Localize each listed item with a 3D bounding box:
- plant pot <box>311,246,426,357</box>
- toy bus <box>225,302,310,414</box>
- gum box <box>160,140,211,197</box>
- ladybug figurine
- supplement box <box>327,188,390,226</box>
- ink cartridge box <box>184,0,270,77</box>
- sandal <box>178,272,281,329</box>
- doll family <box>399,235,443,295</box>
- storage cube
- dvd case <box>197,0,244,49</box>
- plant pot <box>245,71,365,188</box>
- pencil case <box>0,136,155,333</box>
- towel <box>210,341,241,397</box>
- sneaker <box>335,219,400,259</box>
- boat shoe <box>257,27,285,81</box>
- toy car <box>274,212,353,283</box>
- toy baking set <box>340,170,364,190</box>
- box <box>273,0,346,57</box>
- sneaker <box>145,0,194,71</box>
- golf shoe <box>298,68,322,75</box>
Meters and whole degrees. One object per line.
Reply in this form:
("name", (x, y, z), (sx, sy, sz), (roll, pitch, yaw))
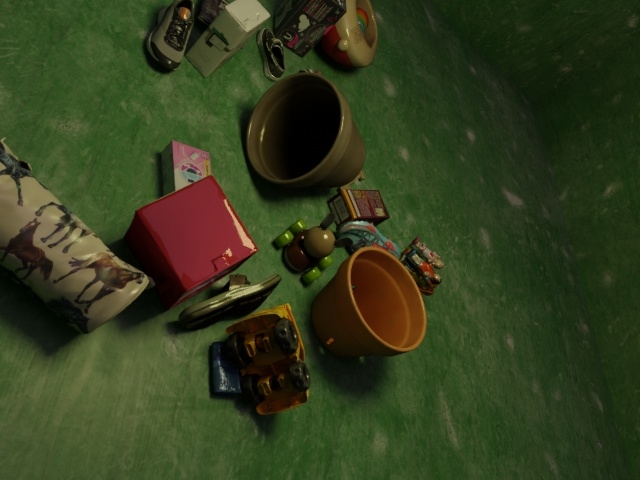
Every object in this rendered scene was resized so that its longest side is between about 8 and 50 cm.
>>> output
("plant pot", (0.112, 0.187, 1.567), (0.290, 0.203, 0.291), (27, 48, -33))
("toy bus", (-0.101, 0.257, 1.352), (0.211, 0.149, 0.221), (-38, 109, -77))
("gum box", (-0.330, -0.150, 1.446), (0.107, 0.062, 0.189), (14, 55, -41))
("ladybug figurine", (0.103, -0.813, 2.243), (0.449, 0.161, 0.305), (-67, 140, -54))
("supplement box", (0.124, -0.100, 1.875), (0.188, 0.080, 0.104), (-3, 67, -47))
("ink cartridge box", (-0.268, -0.594, 1.692), (0.092, 0.219, 0.160), (46, 39, -13))
("sandal", (-0.204, 0.121, 1.358), (0.302, 0.120, 0.086), (-14, 61, -49))
("doll family", (0.335, 0.101, 1.958), (0.163, 0.118, 0.263), (48, 21, -1))
("storage cube", (-0.282, 0.007, 1.252), (0.215, 0.183, 0.193), (-31, 88, -30))
("dvd case", (-0.310, -0.713, 1.867), (0.164, 0.018, 0.221), (30, 37, -30))
("plant pot", (-0.010, -0.281, 1.718), (0.280, 0.323, 0.323), (24, 47, -57))
("pencil case", (-0.508, -0.005, 1.081), (0.410, 0.160, 0.184), (46, 54, -13))
("towel", (-0.211, 0.285, 1.298), (0.067, 0.029, 0.120), (17, 53, -38))
("sneaker", (0.154, 0.031, 1.800), (0.261, 0.104, 0.125), (29, 48, -30))
("boat shoe", (-0.155, -0.634, 1.958), (0.077, 0.070, 0.220), (11, 57, -42))
("toy car", (0.000, 0.000, 1.589), (0.155, 0.188, 0.149), (53, 39, -5))
("toy baking set", (0.070, -0.266, 1.979), (0.196, 0.030, 0.256), (-5, 68, -45))
("box", (-0.042, -0.806, 2.053), (0.142, 0.247, 0.164), (24, 48, -33))
("sneaker", (-0.410, -0.584, 1.628), (0.100, 0.108, 0.272), (27, 48, -34))
("golf shoe", (-0.039, -0.512, 2.013), (0.085, 0.067, 0.186), (6, 57, -13))
